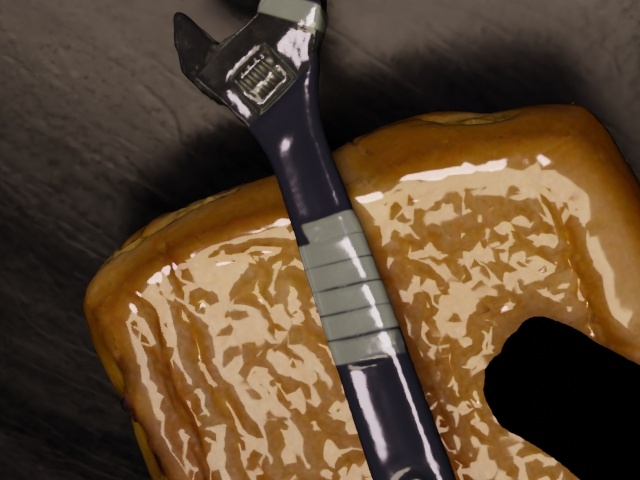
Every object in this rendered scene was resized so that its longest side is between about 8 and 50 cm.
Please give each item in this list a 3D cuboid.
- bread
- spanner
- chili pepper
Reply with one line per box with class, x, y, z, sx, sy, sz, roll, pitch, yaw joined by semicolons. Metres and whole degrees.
bread;0.062;0.094;0.958;0.328;0.148;0.337;-24;104;6
spanner;0.000;0.000;0.849;0.087;0.024;0.316;-20;80;8
chili pepper;0.176;0.116;0.851;0.204;0.073;0.072;35;120;3
